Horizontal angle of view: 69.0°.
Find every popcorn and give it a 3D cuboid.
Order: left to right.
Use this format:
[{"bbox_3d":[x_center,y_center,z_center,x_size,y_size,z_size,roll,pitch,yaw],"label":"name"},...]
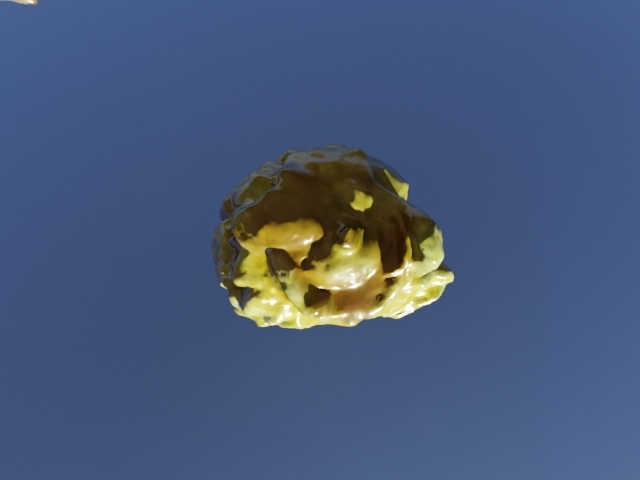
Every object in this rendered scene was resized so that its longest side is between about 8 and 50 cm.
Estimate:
[{"bbox_3d":[0.009,-0.003,0.692,0.336,0.274,0.279,-16,-115,-14],"label":"popcorn"}]

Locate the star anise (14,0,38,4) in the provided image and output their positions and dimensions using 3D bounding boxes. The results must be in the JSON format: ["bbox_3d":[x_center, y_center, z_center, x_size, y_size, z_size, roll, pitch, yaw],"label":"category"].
[{"bbox_3d":[-0.283,-0.208,0.292,0.197,0.212,0.073,27,-61,-21],"label":"star anise"}]
